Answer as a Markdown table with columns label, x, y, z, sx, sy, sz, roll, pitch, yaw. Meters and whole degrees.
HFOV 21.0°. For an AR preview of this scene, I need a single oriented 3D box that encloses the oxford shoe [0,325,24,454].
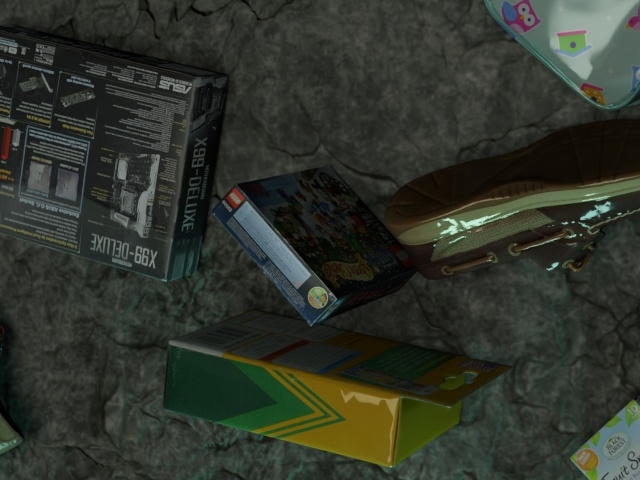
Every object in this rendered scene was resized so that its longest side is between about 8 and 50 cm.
| label | x | y | z | sx | sy | sz | roll | pitch | yaw |
| --- | --- | --- | --- | --- | --- | --- | --- | --- | --- |
| oxford shoe | -0.459 | 0.109 | 2.141 | 0.130 | 0.123 | 0.348 | -16 | 89 | -1 |

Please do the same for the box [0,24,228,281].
| label | x | y | z | sx | sy | sz | roll | pitch | yaw |
| --- | --- | --- | --- | --- | --- | --- | --- | --- | --- |
| box | -0.274 | -0.107 | 2.027 | 0.307 | 0.076 | 0.242 | 14 | 103 | 23 |

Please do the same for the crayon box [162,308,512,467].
| label | x | y | z | sx | sy | sz | roll | pitch | yaw |
| --- | --- | --- | --- | --- | --- | --- | --- | --- | --- |
| crayon box | 0.019 | 0.159 | 1.858 | 0.323 | 0.203 | 0.083 | 11 | 102 | 23 |

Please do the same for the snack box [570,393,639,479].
| label | x | y | z | sx | sy | sz | roll | pitch | yaw |
| --- | --- | --- | --- | --- | --- | --- | --- | --- | --- |
| snack box | 0.348 | 0.247 | 1.812 | 0.141 | 0.037 | 0.100 | 48 | 112 | 12 |

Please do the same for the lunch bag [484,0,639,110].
| label | x | y | z | sx | sy | sz | roll | pitch | yaw |
| --- | --- | --- | --- | --- | --- | --- | --- | --- | --- |
| lunch bag | 0.310 | -0.289 | 1.716 | 0.224 | 0.108 | 0.279 | 44 | 111 | 16 |

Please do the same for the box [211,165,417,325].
| label | x | y | z | sx | sy | sz | roll | pitch | yaw |
| --- | --- | --- | --- | --- | --- | --- | --- | --- | --- |
| box | 0.000 | 0.000 | 1.828 | 0.159 | 0.233 | 0.044 | 48 | 113 | 11 |

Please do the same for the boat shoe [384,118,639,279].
| label | x | y | z | sx | sy | sz | roll | pitch | yaw |
| --- | --- | --- | --- | --- | --- | --- | --- | --- | --- |
| boat shoe | 0.242 | -0.029 | 1.795 | 0.342 | 0.123 | 0.123 | -15 | 121 | 20 |
